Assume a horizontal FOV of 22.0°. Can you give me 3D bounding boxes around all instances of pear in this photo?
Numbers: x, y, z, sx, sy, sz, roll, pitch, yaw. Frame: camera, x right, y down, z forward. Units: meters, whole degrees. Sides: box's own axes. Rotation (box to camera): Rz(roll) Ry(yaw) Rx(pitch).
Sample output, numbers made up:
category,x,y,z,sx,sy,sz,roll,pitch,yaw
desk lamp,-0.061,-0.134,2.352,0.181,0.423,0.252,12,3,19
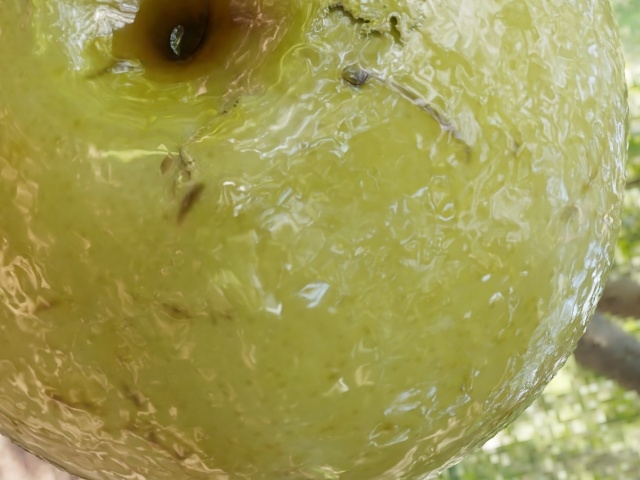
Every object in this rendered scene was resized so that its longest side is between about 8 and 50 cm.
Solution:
category,x,y,z,sx,sy,sz,roll,pitch,yaw
pear,-0.030,-0.045,0.730,0.348,0.348,0.348,-14,90,-82
